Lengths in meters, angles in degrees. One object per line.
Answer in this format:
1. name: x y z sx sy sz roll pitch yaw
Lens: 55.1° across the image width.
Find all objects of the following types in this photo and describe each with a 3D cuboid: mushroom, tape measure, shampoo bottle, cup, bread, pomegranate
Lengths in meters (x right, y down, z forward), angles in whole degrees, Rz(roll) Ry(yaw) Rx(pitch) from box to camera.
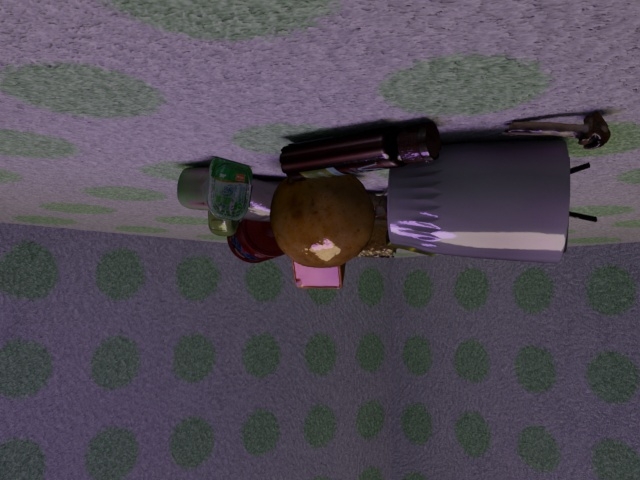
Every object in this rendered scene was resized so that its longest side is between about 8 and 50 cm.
1. mushroom: -0.074 -0.114 1.689 0.397 0.126 0.177 4 166 3
2. tape measure: -0.285 -0.088 1.849 0.088 0.154 0.177 6 170 11
3. shampoo bottle: 0.079 -0.176 1.240 0.323 0.084 0.129 -3 175 32
4. cup: 0.335 -0.084 1.290 0.372 0.253 0.253 2 174 12
5. bread: 0.207 -0.027 2.299 0.204 0.162 0.262 -3 -164 21
6. mushroom: 0.429 -0.204 1.121 0.187 0.061 0.060 11 165 24
7. pomegranate: 0.003 -0.058 1.493 0.261 0.260 0.260 1 174 0

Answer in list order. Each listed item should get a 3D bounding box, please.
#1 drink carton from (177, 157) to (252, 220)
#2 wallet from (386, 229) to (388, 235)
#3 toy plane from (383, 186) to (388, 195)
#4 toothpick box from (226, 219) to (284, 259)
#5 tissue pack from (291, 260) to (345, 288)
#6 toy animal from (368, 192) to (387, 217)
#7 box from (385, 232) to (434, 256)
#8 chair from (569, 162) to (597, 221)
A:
1. drink carton: -0.274 -0.126 1.546 0.142 0.144 0.146 4 176 36
2. wallet: 0.430 -0.055 2.009 0.406 0.062 0.228 -12 -179 19
3. toy plane: 0.276 -0.099 1.542 0.252 0.118 0.252 17 -171 -3
4. toothpick box: -0.198 -0.032 2.096 0.204 0.204 0.333 3 173 -16
5. tissue pack: 0.000 0.000 1.837 0.145 0.194 0.274 -4 -156 9
6. toy animal: 0.222 -0.110 1.884 0.313 0.097 0.157 2 -176 -25
7. box: 0.338 -0.061 1.781 0.173 0.043 0.311 12 144 -20
8. chair: 0.516 -0.109 1.511 0.247 0.172 0.159 -6 175 -4
